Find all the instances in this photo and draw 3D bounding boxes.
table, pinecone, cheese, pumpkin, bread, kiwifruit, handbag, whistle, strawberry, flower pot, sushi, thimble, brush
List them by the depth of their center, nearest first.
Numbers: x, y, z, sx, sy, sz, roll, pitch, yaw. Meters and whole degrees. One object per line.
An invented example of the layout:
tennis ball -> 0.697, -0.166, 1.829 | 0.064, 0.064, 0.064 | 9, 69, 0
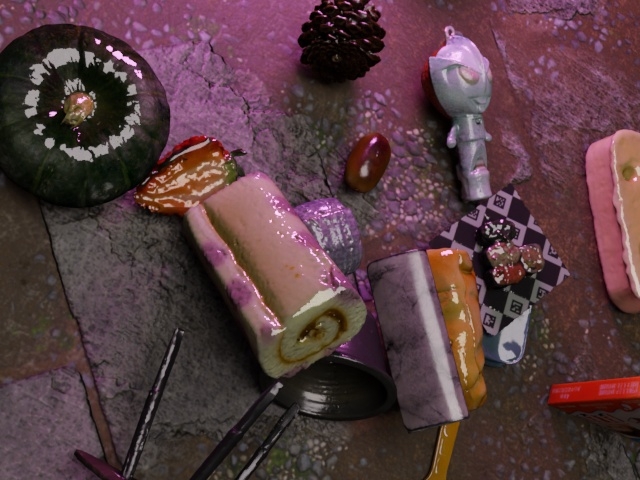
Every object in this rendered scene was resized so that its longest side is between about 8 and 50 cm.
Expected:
table -> -0.185, 0.297, 1.458 | 0.317, 0.317, 0.249 | 35, 77, -13
pumpkin -> -0.391, -0.204, 1.523 | 0.300, 0.207, 0.300 | 2, 80, -14
bread -> -0.082, 0.049, 1.539 | 0.187, 0.155, 0.338 | -32, 50, -7
flower pot -> 0.017, 0.194, 1.630 | 0.235, 0.235, 0.148 | 22, 51, -18
strawberry -> -0.222, -0.108, 1.643 | 0.192, 0.085, 0.140 | -48, 115, -4
thimble -> 0.000, 0.002, 1.682 | 0.097, 0.150, 0.150 | -15, 85, -24
bread -> 0.211, 0.165, 1.717 | 0.132, 0.166, 0.294 | 11, 72, -64
brush -> 0.223, 0.408, 1.764 | 0.103, 0.013, 0.272 | 24, 70, -17
pinecone -> 0.045, -0.391, 1.784 | 0.163, 0.163, 0.165 | 24, 58, -17
kiwifruit -> 0.088, -0.145, 1.792 | 0.075, 0.075, 0.124 | 31, 66, -15
sushi -> 0.356, 0.031, 1.816 | 0.231, 0.047, 0.220 | -34, 91, -23
handbag -> 0.320, 0.119, 1.844 | 0.179, 0.062, 0.229 | 17, 73, -16
whistle -> 0.280, -0.251, 1.877 | 0.142, 0.133, 0.346 | -14, 96, -65
cheese -> 0.704, -0.010, 2.010 | 0.384, 0.104, 0.384 | 6, 76, -23

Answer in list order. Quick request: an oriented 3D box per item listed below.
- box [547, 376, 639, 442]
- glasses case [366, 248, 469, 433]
box -> 0.619, 0.330, 1.808 | 0.265, 0.273, 0.048 | 23, 70, -16
glasses case -> 0.166, 0.170, 1.630 | 0.114, 0.060, 0.299 | -17, 77, 15
